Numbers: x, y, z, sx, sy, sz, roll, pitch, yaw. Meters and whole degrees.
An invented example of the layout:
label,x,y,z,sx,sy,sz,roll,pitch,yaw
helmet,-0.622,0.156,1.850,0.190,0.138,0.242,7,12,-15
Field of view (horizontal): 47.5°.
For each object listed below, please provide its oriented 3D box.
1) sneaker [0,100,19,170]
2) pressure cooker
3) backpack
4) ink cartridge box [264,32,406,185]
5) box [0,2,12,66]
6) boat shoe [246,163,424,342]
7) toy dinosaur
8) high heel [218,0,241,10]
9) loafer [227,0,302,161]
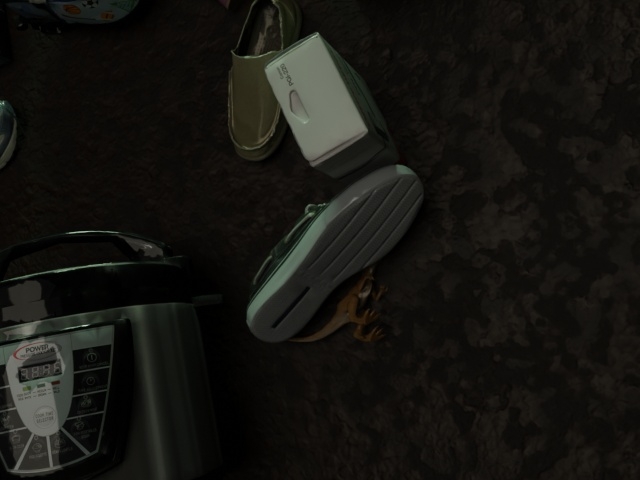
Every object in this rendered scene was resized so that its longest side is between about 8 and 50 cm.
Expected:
label,x,y,z,sx,sy,sz,roll,pitch,yaw
sneaker,-0.675,-0.155,1.335,0.283,0.122,0.110,-40,74,14
pressure cooker,-0.350,0.194,1.052,0.375,0.370,0.420,-18,78,36
backpack,-0.415,-0.495,1.225,0.263,0.213,0.277,11,88,13
ink cartridge box,0.027,-0.169,1.010,0.092,0.218,0.159,-29,76,17
box,-0.690,-0.388,1.383,0.180,0.077,0.147,-16,80,20
boat shoe,0.000,0.000,1.050,0.335,0.121,0.119,-43,39,16
toy dinosaur,0.042,0.107,1.077,0.211,0.064,0.112,-50,42,5
high heel,-0.135,-0.495,1.147,0.117,0.082,0.244,41,130,10
loafer,-0.099,-0.259,1.133,0.102,0.092,0.269,8,89,22
